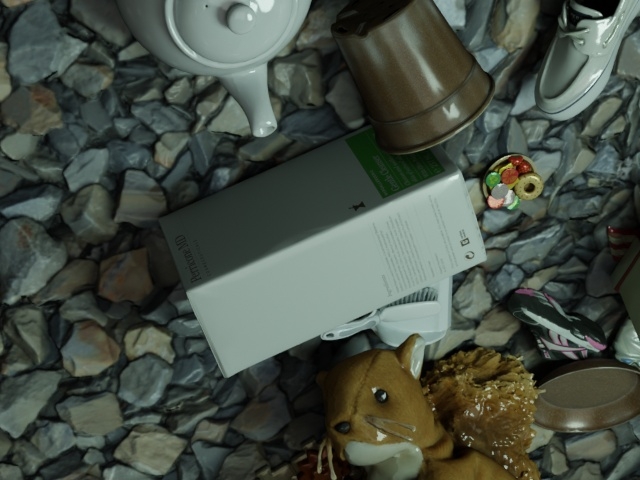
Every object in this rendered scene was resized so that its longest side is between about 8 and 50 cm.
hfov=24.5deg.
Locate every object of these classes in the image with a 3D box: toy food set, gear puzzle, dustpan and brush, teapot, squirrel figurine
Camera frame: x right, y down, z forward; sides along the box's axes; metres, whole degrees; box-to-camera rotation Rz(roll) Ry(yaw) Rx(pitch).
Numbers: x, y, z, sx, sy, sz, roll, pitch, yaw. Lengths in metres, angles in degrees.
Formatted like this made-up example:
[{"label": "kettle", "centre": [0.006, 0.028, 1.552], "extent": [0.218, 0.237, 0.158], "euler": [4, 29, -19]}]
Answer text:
[{"label": "toy food set", "centre": [0.260, -0.079, 2.017], "extent": [0.082, 0.020, 0.083], "euler": [-30, 126, 1]}, {"label": "gear puzzle", "centre": [-0.016, 0.388, 2.197], "extent": [0.339, 0.044, 0.175], "euler": [-31, 125, 2]}, {"label": "dustpan and brush", "centre": [0.094, 0.100, 2.047], "extent": [0.211, 0.060, 0.147], "euler": [-10, 123, -13]}, {"label": "teapot", "centre": [-0.112, -0.289, 1.660], "extent": [0.256, 0.187, 0.252], "euler": [25, 110, -29]}, {"label": "squirrel figurine", "centre": [0.152, 0.301, 2.067], "extent": [0.281, 0.397, 0.370], "euler": [-29, 94, 38]}]

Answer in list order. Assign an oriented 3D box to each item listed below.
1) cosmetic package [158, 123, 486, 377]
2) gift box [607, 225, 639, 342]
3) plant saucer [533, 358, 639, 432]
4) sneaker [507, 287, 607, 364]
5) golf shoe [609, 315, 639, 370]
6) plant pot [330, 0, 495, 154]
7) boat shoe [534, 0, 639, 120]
[{"label": "cosmetic package", "centre": [0.000, 0.000, 1.873], "extent": [0.365, 0.197, 0.155], "euler": [-24, 125, -5]}, {"label": "gift box", "centre": [0.558, 0.031, 2.052], "extent": [0.276, 0.258, 0.255], "euler": [30, 110, -11]}, {"label": "plant saucer", "centre": [0.403, 0.227, 2.212], "extent": [0.198, 0.036, 0.198], "euler": [-4, 145, -2]}, {"label": "sneaker", "centre": [0.336, 0.138, 2.151], "extent": [0.178, 0.072, 0.077], "euler": [30, 118, -25]}, {"label": "golf shoe", "centre": [0.526, 0.153, 2.226], "extent": [0.176, 0.069, 0.086], "euler": [3, 113, -22]}, {"label": "plant pot", "centre": [0.104, -0.221, 1.802], "extent": [0.167, 0.167, 0.165], "euler": [-32, 117, 2]}, {"label": "boat shoe", "centre": [0.343, -0.277, 1.863], "extent": [0.088, 0.096, 0.267], "euler": [14, 116, -50]}]
